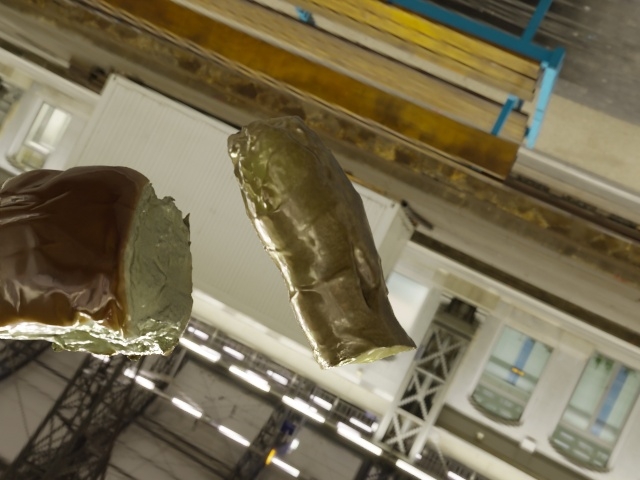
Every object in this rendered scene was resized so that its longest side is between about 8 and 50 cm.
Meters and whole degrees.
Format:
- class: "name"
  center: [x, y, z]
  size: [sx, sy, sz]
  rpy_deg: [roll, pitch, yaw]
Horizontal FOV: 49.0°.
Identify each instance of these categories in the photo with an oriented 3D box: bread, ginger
- class: "bread"
  center: [-0.334, 0.034, 0.959]
  size: [0.278, 0.250, 0.225]
  rpy_deg: [-6, 151, 7]
- class: "ginger"
  center: [0.000, 0.000, 0.673]
  size: [0.263, 0.109, 0.116]
  rpy_deg: [65, 169, 6]
